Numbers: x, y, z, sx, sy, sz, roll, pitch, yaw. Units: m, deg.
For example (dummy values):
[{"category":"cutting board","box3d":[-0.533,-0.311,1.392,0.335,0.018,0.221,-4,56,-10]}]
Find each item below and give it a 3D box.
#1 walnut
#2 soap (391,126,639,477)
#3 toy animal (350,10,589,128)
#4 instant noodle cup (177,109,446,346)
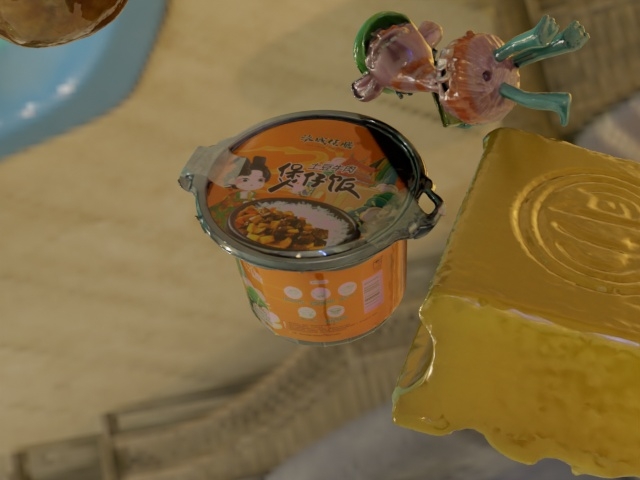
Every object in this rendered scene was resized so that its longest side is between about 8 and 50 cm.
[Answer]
[{"category":"walnut","box3d":[-0.162,-0.170,1.111,0.116,0.207,0.116,-4,113,-9]},{"category":"soap","box3d":[0.171,0.036,1.227,0.204,0.096,0.324,15,-157,5]},{"category":"toy animal","box3d":[0.111,-0.124,1.479,0.208,0.100,0.103,4,146,49]},{"category":"instant noodle cup","box3d":[0.000,0.000,1.530,0.177,0.208,0.125,-43,143,-31]}]
